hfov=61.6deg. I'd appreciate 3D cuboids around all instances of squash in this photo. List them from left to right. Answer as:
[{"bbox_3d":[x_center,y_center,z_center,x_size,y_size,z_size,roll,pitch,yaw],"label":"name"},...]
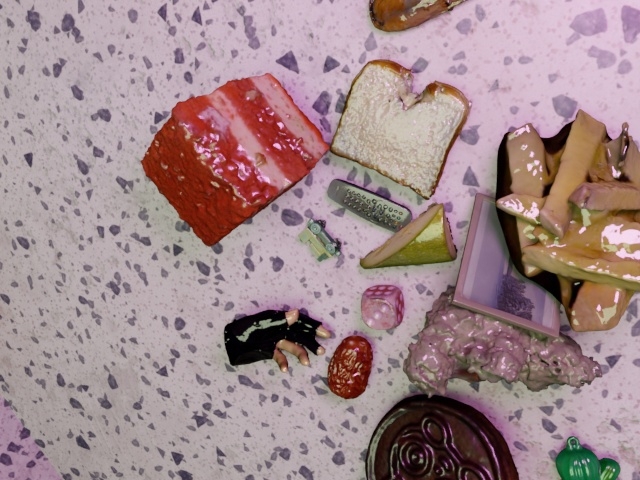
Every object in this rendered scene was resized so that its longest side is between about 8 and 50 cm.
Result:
[{"bbox_3d":[0.180,0.009,1.270,0.252,0.093,0.169,-6,131,24],"label":"squash"}]

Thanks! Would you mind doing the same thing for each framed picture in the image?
[{"bbox_3d":[0.400,0.042,1.113,0.213,0.289,0.016,19,147,6],"label":"framed picture"}]

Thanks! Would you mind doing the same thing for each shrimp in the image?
[{"bbox_3d":[0.220,-0.521,1.121,0.262,0.066,0.117,-14,102,24],"label":"shrimp"}]

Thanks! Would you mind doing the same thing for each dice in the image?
[{"bbox_3d":[0.158,0.169,1.363,0.093,0.094,0.091,-2,105,22],"label":"dice"}]

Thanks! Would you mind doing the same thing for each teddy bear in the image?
[{"bbox_3d":[0.391,0.237,1.149,0.368,0.357,0.224,25,104,13],"label":"teddy bear"}]

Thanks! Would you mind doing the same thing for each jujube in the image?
[{"bbox_3d":[0.082,0.340,1.453,0.112,0.109,0.176,9,106,-18],"label":"jujube"}]

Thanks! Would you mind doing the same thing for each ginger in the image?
[{"bbox_3d":[0.528,-0.065,0.991,0.359,0.211,0.413,-20,83,-4],"label":"ginger"}]

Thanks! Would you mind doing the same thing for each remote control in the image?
[{"bbox_3d":[0.120,-0.088,1.322,0.222,0.042,0.072,27,117,11],"label":"remote control"}]

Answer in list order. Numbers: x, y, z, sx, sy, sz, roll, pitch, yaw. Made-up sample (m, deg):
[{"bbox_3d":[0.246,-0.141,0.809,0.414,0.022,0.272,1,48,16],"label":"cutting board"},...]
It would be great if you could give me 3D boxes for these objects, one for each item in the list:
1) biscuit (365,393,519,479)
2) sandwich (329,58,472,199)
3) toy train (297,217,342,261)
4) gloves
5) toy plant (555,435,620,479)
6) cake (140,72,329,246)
[{"bbox_3d":[0.287,0.597,1.355,0.408,0.091,0.407,-7,78,37],"label":"biscuit"},{"bbox_3d":[0.177,-0.259,1.211,0.273,0.095,0.248,27,116,12],"label":"sandwich"},{"bbox_3d":[0.000,0.000,1.400,0.081,0.050,0.122,-38,91,33],"label":"toy train"},{"bbox_3d":[-0.122,0.264,1.485,0.301,0.152,0.197,6,131,15],"label":"gloves"},{"bbox_3d":[0.646,0.568,1.289,0.143,0.105,0.200,-8,92,17],"label":"toy plant"},{"bbox_3d":[-0.187,-0.197,1.231,0.269,0.319,0.270,52,143,-6],"label":"cake"}]
